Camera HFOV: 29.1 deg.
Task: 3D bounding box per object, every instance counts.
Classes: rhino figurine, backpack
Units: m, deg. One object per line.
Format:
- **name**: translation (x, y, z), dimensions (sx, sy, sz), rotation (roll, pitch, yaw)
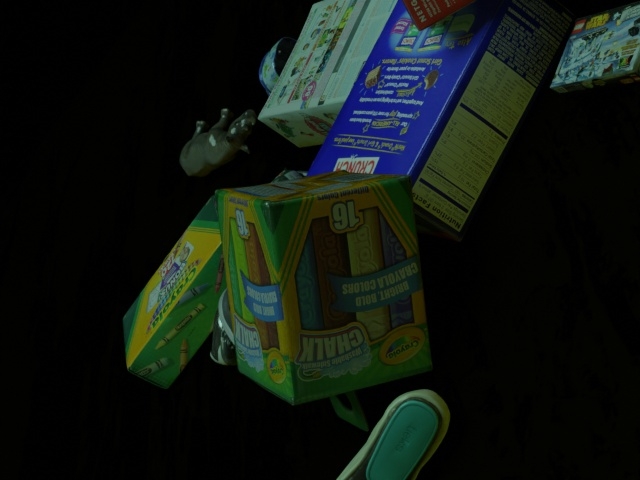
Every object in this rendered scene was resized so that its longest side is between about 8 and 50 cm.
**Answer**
- **rhino figurine**: translation (-0.179, -0.179, 2.243), dimensions (0.243, 0.073, 0.106), rotation (-18, 43, 54)
- **backpack**: translation (-0.045, -0.270, 2.034), dimensions (0.084, 0.114, 0.105), rotation (-30, 38, 48)

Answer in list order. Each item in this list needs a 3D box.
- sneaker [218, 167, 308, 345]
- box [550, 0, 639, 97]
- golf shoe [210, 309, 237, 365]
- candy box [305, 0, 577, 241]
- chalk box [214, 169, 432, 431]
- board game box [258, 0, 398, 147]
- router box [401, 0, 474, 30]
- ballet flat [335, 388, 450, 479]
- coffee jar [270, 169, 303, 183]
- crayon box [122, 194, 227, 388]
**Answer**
- **sneaker**: translation (-0.052, 0.014, 1.673), dimensions (0.321, 0.124, 0.180), rotation (-94, 24, -50)
- **box**: translation (0.322, -0.213, 1.369), dimensions (0.137, 0.027, 0.094), rotation (-3, 61, 61)
- **golf shoe**: translation (-0.120, 0.092, 1.818), dimensions (0.094, 0.077, 0.198), rotation (-24, 41, 53)
- **candy box**: translation (0.142, -0.172, 1.556), dimensions (0.317, 0.122, 0.268), rotation (-61, 26, -6)
- **chalk box**: translation (0.004, 0.076, 1.404), dimensions (0.180, 0.179, 0.289), rotation (-168, 70, -65)
- **board game box**: translation (0.054, -0.267, 1.852), dimensions (0.303, 0.097, 0.224), rotation (0, 61, 59)
- **router box**: translation (0.214, -0.403, 1.526), dimensions (0.301, 0.082, 0.335), rotation (-29, 21, 9)
- **ballet flat**: translation (0.056, 0.261, 1.306), dimensions (0.248, 0.086, 0.086), rotation (-54, 25, 9)
- **coffee jar**: translation (0.000, 0.000, 1.574), dimensions (0.096, 0.184, 0.079), rotation (-52, -10, 14)
- **crayon box**: translation (-0.211, 0.083, 1.996), dimensions (0.278, 0.081, 0.165), rotation (-52, 25, 15)
